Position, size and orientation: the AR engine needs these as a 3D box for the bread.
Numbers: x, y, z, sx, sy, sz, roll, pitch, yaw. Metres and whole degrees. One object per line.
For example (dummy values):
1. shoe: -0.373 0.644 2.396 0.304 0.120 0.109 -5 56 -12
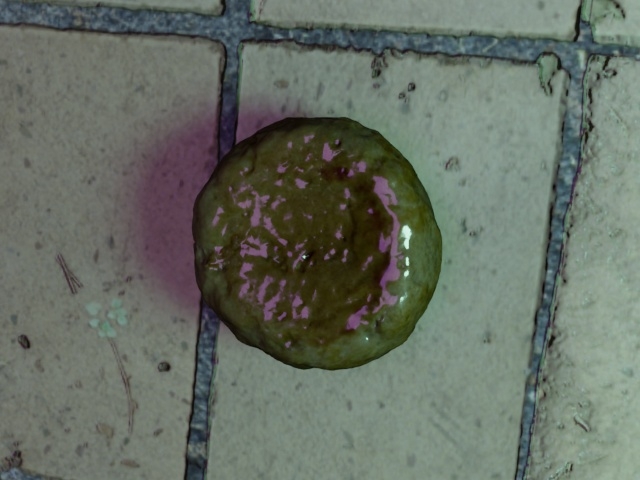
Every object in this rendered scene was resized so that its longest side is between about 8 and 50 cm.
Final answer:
1. bread: 0.000 0.000 0.854 0.230 0.123 0.230 1 93 22
